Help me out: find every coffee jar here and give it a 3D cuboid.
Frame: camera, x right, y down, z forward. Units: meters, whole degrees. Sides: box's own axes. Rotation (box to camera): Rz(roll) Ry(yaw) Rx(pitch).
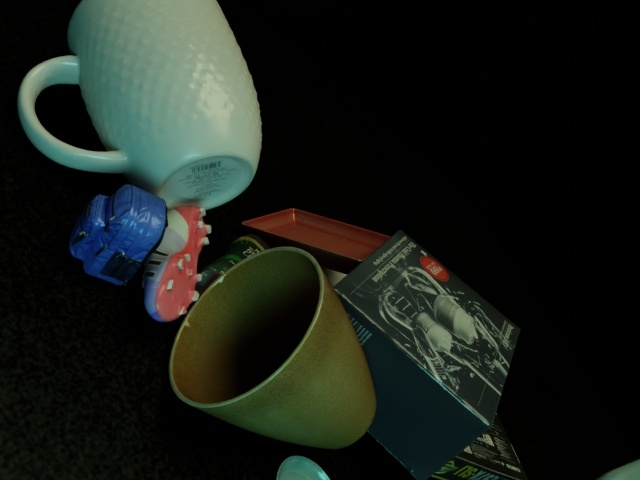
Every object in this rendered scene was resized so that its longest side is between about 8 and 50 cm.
[{"bbox_3d":[-0.136,0.057,0.908,0.096,0.079,0.184,47,22,-6],"label":"coffee jar"}]

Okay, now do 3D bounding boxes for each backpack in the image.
[{"bbox_3d":[-0.267,-0.013,0.728,0.101,0.120,0.097,29,30,-40],"label":"backpack"}]

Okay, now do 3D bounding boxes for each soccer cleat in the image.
[{"bbox_3d":[-0.224,0.031,0.794,0.248,0.095,0.083,-89,169,-54],"label":"soccer cleat"}]

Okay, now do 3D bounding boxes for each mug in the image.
[{"bbox_3d":[-0.284,-0.217,0.892,0.374,0.276,0.327,-12,66,-30],"label":"mug"}]

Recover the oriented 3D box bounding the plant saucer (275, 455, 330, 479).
[{"bbox_3d":[-0.020,0.348,0.724,0.119,0.021,0.119,39,24,-21],"label":"plant saucer"}]

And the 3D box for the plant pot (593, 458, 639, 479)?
[{"bbox_3d":[0.589,0.625,1.116,0.253,0.247,0.247,9,42,-33],"label":"plant pot"}]

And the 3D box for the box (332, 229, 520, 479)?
[{"bbox_3d":[0.163,0.181,0.991,0.312,0.179,0.343,41,30,9],"label":"box"}]

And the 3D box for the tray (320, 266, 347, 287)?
[{"bbox_3d":[0.047,0.064,1.292,0.145,0.030,0.270,52,23,10],"label":"tray"}]

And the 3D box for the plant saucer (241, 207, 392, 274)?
[{"bbox_3d":[0.000,0.000,1.150,0.259,0.047,0.259,17,16,17],"label":"plant saucer"}]

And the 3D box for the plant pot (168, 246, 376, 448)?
[{"bbox_3d":[-0.034,0.180,0.752,0.254,0.237,0.237,52,17,-34],"label":"plant pot"}]

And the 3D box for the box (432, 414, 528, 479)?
[{"bbox_3d":[0.281,0.380,1.150,0.322,0.079,0.257,31,26,-35],"label":"box"}]
